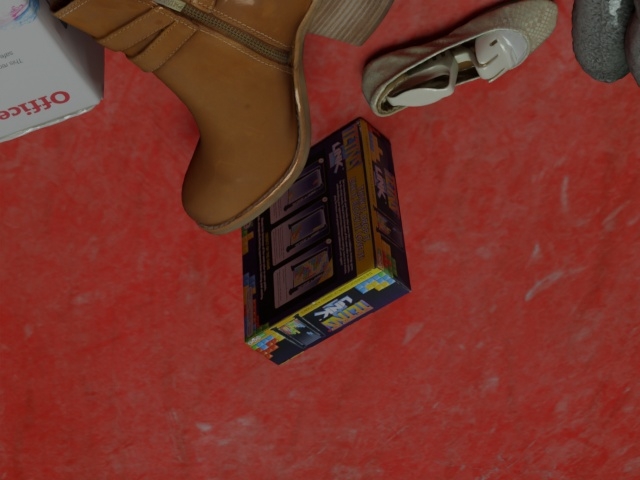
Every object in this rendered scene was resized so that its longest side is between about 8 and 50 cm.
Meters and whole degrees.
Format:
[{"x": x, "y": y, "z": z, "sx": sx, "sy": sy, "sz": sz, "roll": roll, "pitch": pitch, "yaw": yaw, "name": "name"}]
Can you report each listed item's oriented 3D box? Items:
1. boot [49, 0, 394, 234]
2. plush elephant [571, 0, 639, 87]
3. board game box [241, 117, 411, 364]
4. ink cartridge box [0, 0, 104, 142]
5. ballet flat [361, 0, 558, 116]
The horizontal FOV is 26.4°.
[{"x": -0.095, "y": -0.130, "z": 0.998, "sx": 0.220, "sy": 0.109, "sz": 0.283, "roll": 10, "pitch": 133, "yaw": -36, "name": "boot"}, {"x": 0.246, "y": -0.240, "z": 0.854, "sx": 0.272, "sy": 0.255, "sz": 0.330, "roll": -27, "pitch": 144, "yaw": 36, "name": "plush elephant"}, {"x": 0.000, "y": 0.000, "z": 1.143, "sx": 0.141, "sy": 0.170, "sz": 0.048, "roll": -30, "pitch": 133, "yaw": 26, "name": "board game box"}, {"x": -0.268, "y": -0.169, "z": 0.971, "sx": 0.154, "sy": 0.093, "sz": 0.212, "roll": -17, "pitch": 137, "yaw": 13, "name": "ink cartridge box"}, {"x": 0.114, "y": -0.139, "z": 1.084, "sx": 0.168, "sy": 0.052, "sz": 0.057, "roll": -21, "pitch": 138, "yaw": 16, "name": "ballet flat"}]
